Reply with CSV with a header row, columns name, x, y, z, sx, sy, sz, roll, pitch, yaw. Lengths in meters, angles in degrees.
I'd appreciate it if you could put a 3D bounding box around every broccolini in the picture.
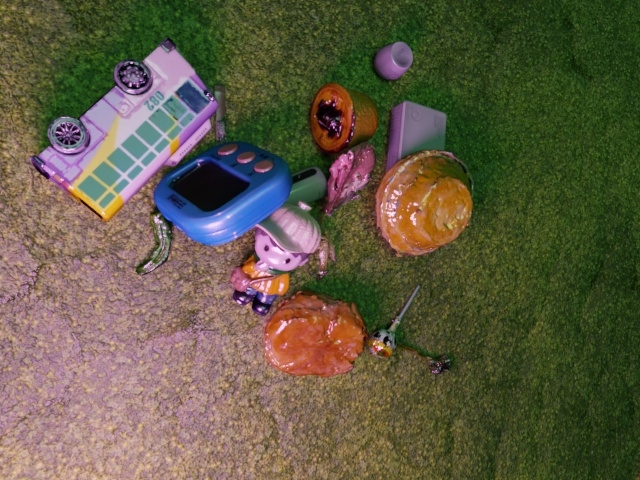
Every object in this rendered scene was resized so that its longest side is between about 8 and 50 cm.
name,x,y,z,sx,sy,sz,roll,pitch,yaw
broccolini,0.345,0.403,1.644,0.255,0.071,0.057,25,119,-15

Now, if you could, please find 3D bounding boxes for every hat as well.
name,x,y,z,sx,sy,sz,roll,pitch,yaw
hat,0.113,-0.216,1.479,0.107,0.236,0.286,32,39,10

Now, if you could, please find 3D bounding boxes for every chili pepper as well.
name,x,y,z,sx,sy,sz,roll,pitch,yaw
chili pepper,-0.443,0.011,1.280,0.073,0.050,0.182,15,83,-31

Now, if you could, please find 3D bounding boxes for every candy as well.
name,x,y,z,sx,sy,sz,roll,pitch,yaw
candy,0.260,0.262,1.591,0.091,0.083,0.305,48,62,-21

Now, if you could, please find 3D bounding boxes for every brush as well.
name,x,y,z,sx,sy,sz,roll,pitch,yaw
brush,-0.292,-0.367,1.381,0.034,0.028,0.190,-1,87,-27

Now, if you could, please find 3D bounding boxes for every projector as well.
name,x,y,z,sx,sy,sz,roll,pitch,yaw
projector,0.330,-0.330,1.633,0.192,0.099,0.256,9,83,-23
projector,-0.140,-0.117,1.395,0.338,0.108,0.108,-26,98,-24

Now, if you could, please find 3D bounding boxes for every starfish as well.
name,x,y,z,sx,sy,sz,roll,pitch,yaw
starfish,0.002,-0.001,1.449,0.223,0.050,0.216,51,26,-47

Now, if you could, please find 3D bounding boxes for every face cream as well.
name,x,y,z,sx,sy,sz,roll,pitch,yaw
face cream,0.248,-0.611,1.604,0.117,0.104,0.117,1,88,-25

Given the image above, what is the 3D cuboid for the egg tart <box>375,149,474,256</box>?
name,x,y,z,sx,sy,sz,roll,pitch,yaw
egg tart,0.363,-0.107,1.549,0.388,0.169,0.387,-9,113,-21

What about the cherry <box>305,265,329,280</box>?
name,x,y,z,sx,sy,sz,roll,pitch,yaw
cherry,-0.055,0.034,1.444,0.226,0.090,0.106,36,68,-32

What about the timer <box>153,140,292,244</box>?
name,x,y,z,sx,sy,sz,roll,pitch,yaw
timer,-0.254,-0.132,1.235,0.309,0.340,0.115,-37,133,-23

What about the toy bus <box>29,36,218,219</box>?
name,x,y,z,sx,sy,sz,roll,pitch,yaw
toy bus,-0.469,-0.271,1.193,0.249,0.209,0.439,44,71,-18

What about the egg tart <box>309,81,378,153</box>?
name,x,y,z,sx,sy,sz,roll,pitch,yaw
egg tart,0.075,-0.380,1.464,0.171,0.215,0.215,-14,93,-36

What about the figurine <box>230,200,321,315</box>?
name,x,y,z,sx,sy,sz,roll,pitch,yaw
figurine,-0.126,0.038,1.312,0.185,0.332,0.204,27,40,-5

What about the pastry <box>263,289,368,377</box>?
name,x,y,z,sx,sy,sz,roll,pitch,yaw
pastry,-0.021,0.271,1.391,0.311,0.162,0.254,15,105,-19
